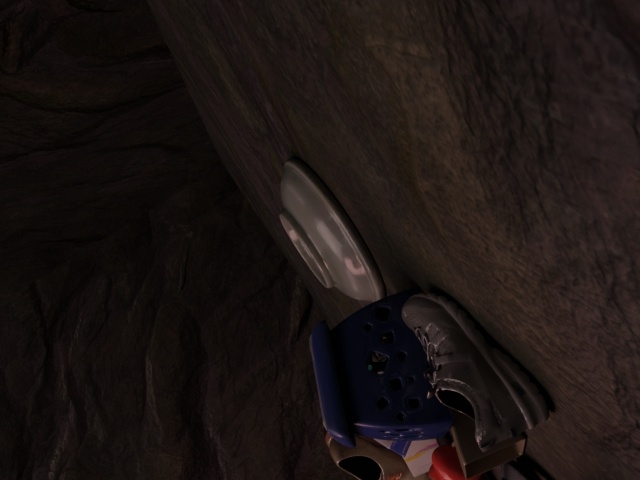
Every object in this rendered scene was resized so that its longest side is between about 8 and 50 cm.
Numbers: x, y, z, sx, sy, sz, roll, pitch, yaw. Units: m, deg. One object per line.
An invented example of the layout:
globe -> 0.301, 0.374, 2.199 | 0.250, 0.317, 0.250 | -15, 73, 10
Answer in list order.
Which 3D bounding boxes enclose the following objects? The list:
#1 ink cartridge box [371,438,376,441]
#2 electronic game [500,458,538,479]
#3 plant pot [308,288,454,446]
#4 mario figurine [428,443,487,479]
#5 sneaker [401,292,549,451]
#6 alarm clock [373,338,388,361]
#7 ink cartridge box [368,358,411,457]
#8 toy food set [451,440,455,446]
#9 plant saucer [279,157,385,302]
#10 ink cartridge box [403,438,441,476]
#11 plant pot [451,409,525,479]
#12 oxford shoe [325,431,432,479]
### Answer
ink cartridge box -> 0.200, 0.550, 1.861 | 0.159, 0.217, 0.092 | 60, 172, -26
electronic game -> 0.400, 0.482, 0.984 | 0.229, 0.048, 0.229 | 53, 171, 12
plant pot -> 0.102, 0.249, 1.025 | 0.236, 0.212, 0.236 | 72, -174, -65
mario figurine -> 0.374, 0.661, 1.428 | 0.321, 0.170, 0.198 | 55, 170, -4
sneaker -> 0.186, 0.174, 0.809 | 0.281, 0.115, 0.105 | 46, 167, 55
alarm clock -> 0.150, 0.276, 1.643 | 0.129, 0.064, 0.192 | 59, 169, -17
ink cartridge box -> 0.174, 0.442, 1.531 | 0.065, 0.186, 0.311 | 33, 169, -32
toy food set -> 0.216, 0.303, 1.237 | 0.306, 0.092, 0.220 | 53, 172, 24
plant saucer -> 0.000, 0.000, 1.330 | 0.400, 0.100, 0.400 | 55, 173, 11
ink cartridge box -> 0.271, 0.559, 1.695 | 0.207, 0.119, 0.353 | -111, -5, -51
plant pot -> 0.277, 0.334, 0.975 | 0.109, 0.109, 0.096 | 67, 180, -52
oxford shoe -> 0.192, 0.708, 1.741 | 0.396, 0.141, 0.146 | 24, -161, -15
